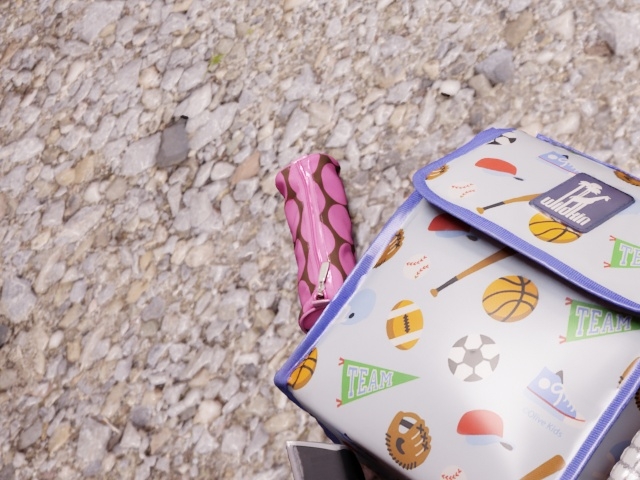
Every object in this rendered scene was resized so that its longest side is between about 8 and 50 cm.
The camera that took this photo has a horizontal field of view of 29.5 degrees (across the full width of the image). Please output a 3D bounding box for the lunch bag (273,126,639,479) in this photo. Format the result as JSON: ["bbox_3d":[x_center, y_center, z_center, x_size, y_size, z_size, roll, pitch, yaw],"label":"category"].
[{"bbox_3d":[0.202,0.087,1.177,0.328,0.239,0.385,31,76,35],"label":"lunch bag"}]

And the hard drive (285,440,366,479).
[{"bbox_3d":[0.025,0.281,1.169,0.054,0.255,0.172,-16,70,3],"label":"hard drive"}]

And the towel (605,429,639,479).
[{"bbox_3d":[0.335,0.311,0.999,0.283,0.121,0.235,34,86,-10],"label":"towel"}]

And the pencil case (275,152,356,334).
[{"bbox_3d":[0.000,0.000,1.392,0.095,0.098,0.209,-22,61,18],"label":"pencil case"}]
